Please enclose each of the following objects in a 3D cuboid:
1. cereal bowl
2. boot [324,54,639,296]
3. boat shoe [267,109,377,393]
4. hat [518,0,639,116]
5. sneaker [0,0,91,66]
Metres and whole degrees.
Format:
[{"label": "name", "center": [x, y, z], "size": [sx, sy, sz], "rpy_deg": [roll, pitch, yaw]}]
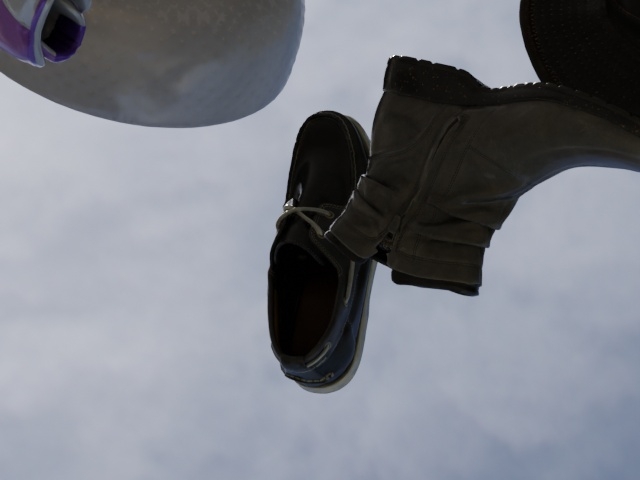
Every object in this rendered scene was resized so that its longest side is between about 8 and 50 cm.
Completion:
[{"label": "cereal bowl", "center": [-0.165, -0.257, 1.768], "size": [0.339, 0.141, 0.339], "rpy_deg": [14, -143, -11]}, {"label": "boot", "center": [0.128, -0.031, 1.384], "size": [0.247, 0.083, 0.161], "rpy_deg": [14, -93, 34]}, {"label": "boat shoe", "center": [0.000, 0.000, 1.549], "size": [0.084, 0.079, 0.233], "rpy_deg": [-5, -111, 26]}, {"label": "hat", "center": [0.300, -0.220, 1.453], "size": [0.331, 0.134, 0.331], "rpy_deg": [-11, -132, 12]}, {"label": "sneaker", "center": [-0.246, -0.163, 1.322], "size": [0.102, 0.161, 0.282], "rpy_deg": [-56, -163, -16]}]
